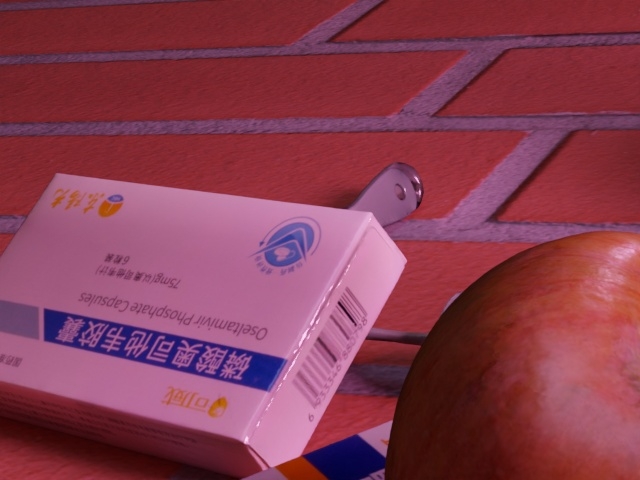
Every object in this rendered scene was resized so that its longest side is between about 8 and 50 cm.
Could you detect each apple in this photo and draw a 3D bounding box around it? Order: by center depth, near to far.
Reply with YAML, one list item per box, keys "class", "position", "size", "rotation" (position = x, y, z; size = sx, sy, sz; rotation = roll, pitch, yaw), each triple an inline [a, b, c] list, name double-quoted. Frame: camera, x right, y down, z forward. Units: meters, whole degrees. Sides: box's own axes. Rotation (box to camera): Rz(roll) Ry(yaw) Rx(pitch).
- class: "apple"
  position: [0.146, 0.114, 0.795]
  size: [0.261, 0.194, 0.261]
  rotation: [16, 22, -7]

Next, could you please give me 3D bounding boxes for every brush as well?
- class: "brush"
  position: [0.000, 0.000, 1.583]
  size: [0.060, 0.068, 0.297]
  rotation: [-22, 6, 37]

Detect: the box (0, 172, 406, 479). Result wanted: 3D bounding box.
- class: "box"
  position: [-0.123, 0.057, 1.349]
  size: [0.343, 0.065, 0.200]
  rotation: [9, 59, 40]

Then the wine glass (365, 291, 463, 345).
- class: "wine glass"
  position: [0.020, 0.069, 1.352]
  size: [0.195, 0.079, 0.079]
  rotation: [4, 26, 32]

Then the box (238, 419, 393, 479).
- class: "box"
  position: [-0.027, 0.220, 0.951]
  size: [0.299, 0.106, 0.200]
  rotation: [-20, 25, -20]
